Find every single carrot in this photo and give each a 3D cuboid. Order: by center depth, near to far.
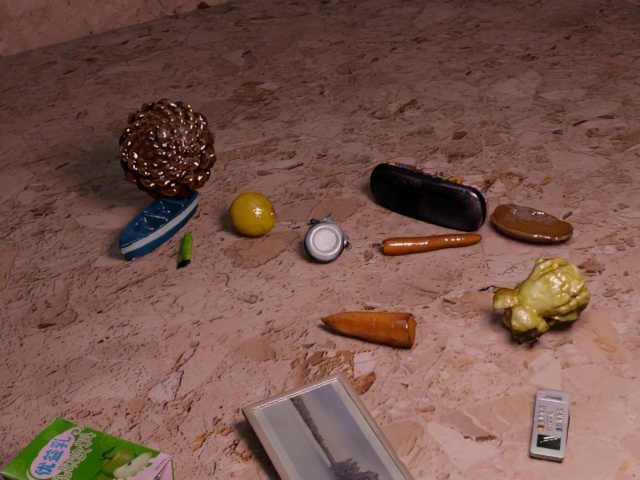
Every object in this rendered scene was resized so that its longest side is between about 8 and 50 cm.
[{"bbox_3d":[0.096,0.177,1.904,0.205,0.072,0.072,5,35,17],"label":"carrot"},{"bbox_3d":[0.264,0.005,2.165,0.248,0.043,0.043,-6,34,-5],"label":"carrot"}]

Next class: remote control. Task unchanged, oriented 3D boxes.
[{"bbox_3d":[0.423,0.336,1.670,0.065,0.029,0.166,7,40,14],"label":"remote control"}]

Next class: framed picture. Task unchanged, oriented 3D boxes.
[{"bbox_3d":[0.011,0.370,1.636,0.213,0.016,0.289,-17,44,-20],"label":"framed picture"}]

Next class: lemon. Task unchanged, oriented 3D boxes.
[{"bbox_3d":[-0.169,-0.065,2.251,0.133,0.109,0.109,13,37,32],"label":"lemon"}]

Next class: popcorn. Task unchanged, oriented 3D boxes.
[{"bbox_3d":[0.454,0.121,1.887,0.195,0.173,0.168,-34,-1,0],"label":"popcorn"}]

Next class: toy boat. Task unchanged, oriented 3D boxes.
[{"bbox_3d":[-0.408,-0.040,2.278,0.096,0.061,0.299,14,37,24],"label":"toy boat"}]

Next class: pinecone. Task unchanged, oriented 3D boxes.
[{"bbox_3d":[-0.375,-0.227,2.295,0.264,0.264,0.264,-3,34,2],"label":"pinecone"}]

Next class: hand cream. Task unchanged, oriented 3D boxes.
[{"bbox_3d":[-0.326,0.025,2.207,0.036,0.023,0.122,-20,33,12],"label":"hand cream"}]

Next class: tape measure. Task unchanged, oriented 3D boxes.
[{"bbox_3d":[0.002,0.003,2.201,0.107,0.104,0.180,-39,8,-10],"label":"tape measure"}]

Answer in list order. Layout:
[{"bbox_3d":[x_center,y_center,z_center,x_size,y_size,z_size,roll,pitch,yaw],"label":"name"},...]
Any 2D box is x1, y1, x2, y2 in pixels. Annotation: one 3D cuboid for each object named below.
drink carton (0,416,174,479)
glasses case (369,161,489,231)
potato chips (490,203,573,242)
[{"bbox_3d":[-0.389,0.422,1.551,0.271,0.108,0.161,12,35,24],"label":"drink carton"},{"bbox_3d":[0.266,-0.112,2.265,0.321,0.122,0.082,18,41,29],"label":"glasses case"},{"bbox_3d":[0.507,-0.031,2.188,0.202,0.049,0.150,11,32,25],"label":"potato chips"}]
